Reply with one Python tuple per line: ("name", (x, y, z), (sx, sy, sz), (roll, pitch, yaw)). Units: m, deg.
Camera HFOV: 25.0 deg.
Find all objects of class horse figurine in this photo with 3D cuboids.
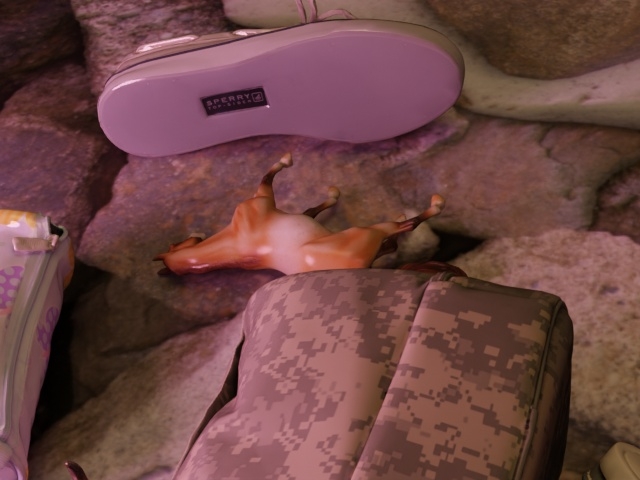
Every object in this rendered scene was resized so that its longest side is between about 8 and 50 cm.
("horse figurine", (0.000, 0.000, 1.299), (0.263, 0.066, 0.174), (20, 41, 30))

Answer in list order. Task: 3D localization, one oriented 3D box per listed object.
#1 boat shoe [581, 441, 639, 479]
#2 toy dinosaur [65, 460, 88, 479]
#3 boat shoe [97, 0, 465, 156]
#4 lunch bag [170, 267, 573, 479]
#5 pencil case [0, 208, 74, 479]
("boat shoe", (0.256, 0.281, 0.948), (0.099, 0.116, 0.319), (-47, 48, 19))
("toy dinosaur", (-0.182, 0.249, 0.915), (0.127, 0.200, 0.296), (8, -4, -17))
("boat shoe", (-0.037, -0.178, 1.471), (0.367, 0.136, 0.156), (-9, 37, 11))
("lunch bag", (0.024, 0.164, 0.994), (0.256, 0.212, 0.305), (11, 43, 15))
("pencil case", (-0.274, 0.094, 1.184), (0.124, 0.113, 0.273), (-19, 38, 19))
